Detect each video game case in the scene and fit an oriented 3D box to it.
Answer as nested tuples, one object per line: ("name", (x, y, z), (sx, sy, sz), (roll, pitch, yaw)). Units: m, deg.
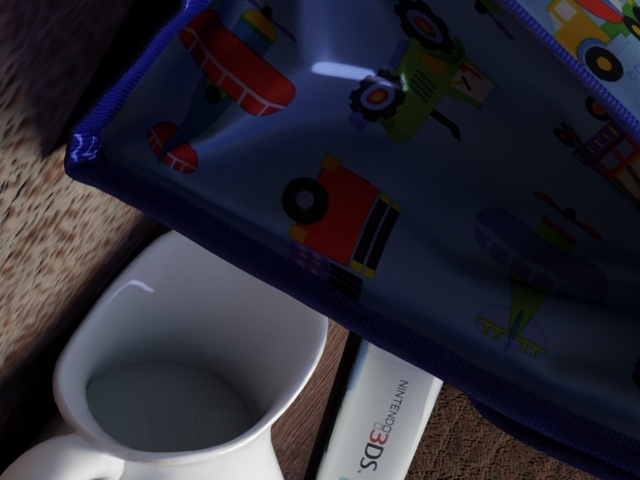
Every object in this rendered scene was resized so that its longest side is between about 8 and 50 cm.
("video game case", (0.038, 0.035, 0.943), (0.329, 0.036, 0.300), (-71, 179, -46))

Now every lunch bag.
("lunch bag", (0.108, -0.019, 0.617), (0.138, 0.293, 0.221), (-58, 172, 24))

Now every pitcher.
("pitcher", (-0.083, 0.120, 0.766), (0.178, 0.125, 0.207), (-39, 155, -40))
